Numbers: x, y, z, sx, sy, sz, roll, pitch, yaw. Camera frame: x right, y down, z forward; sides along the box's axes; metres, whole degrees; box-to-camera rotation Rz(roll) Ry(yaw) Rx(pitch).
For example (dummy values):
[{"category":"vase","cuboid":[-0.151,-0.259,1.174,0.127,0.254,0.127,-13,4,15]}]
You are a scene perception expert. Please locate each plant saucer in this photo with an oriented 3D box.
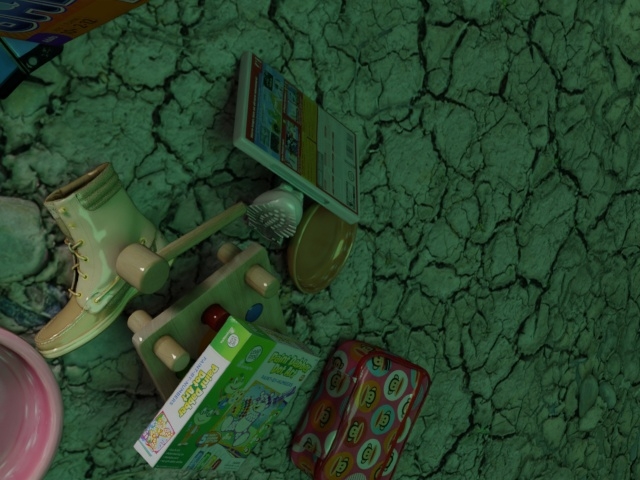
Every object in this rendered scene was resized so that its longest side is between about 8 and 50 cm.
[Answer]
[{"category":"plant saucer","cuboid":[-0.539,0.264,1.113,0.332,0.084,0.332,-10,108,-33]},{"category":"plant saucer","cuboid":[0.000,0.000,1.445,0.200,0.037,0.200,-38,140,-42]}]

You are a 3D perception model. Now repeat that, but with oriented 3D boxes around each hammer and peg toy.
[{"category":"hammer and peg toy","cuboid":[-0.169,0.119,1.254,0.266,0.127,0.361,-38,144,-24]}]

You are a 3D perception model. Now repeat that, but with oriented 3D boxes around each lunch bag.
[{"category":"lunch bag","cuboid":[0.096,0.364,1.594,0.258,0.120,0.293,26,87,-41]}]

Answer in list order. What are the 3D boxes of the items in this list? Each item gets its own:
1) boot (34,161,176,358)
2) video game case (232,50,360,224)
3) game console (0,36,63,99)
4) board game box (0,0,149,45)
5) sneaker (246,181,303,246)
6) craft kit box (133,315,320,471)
[{"category":"boot","cuboid":[-0.363,0.029,1.184,0.262,0.095,0.203,-44,123,-22]},{"category":"video game case","cuboid":[-0.032,-0.173,1.353,0.285,0.025,0.204,33,44,-37]},{"category":"game console","cuboid":[-0.429,-0.276,1.074,0.107,0.071,0.122,-32,122,2]},{"category":"board game box","cuboid":[-0.394,-0.445,0.857,0.356,0.356,0.357,3,91,-36]},{"category":"sneaker","cuboid":[-0.066,-0.059,1.315,0.090,0.235,0.095,36,78,-6]},{"category":"craft kit box","cuboid":[-0.137,0.252,1.249,0.247,0.061,0.250,-56,151,1]}]
